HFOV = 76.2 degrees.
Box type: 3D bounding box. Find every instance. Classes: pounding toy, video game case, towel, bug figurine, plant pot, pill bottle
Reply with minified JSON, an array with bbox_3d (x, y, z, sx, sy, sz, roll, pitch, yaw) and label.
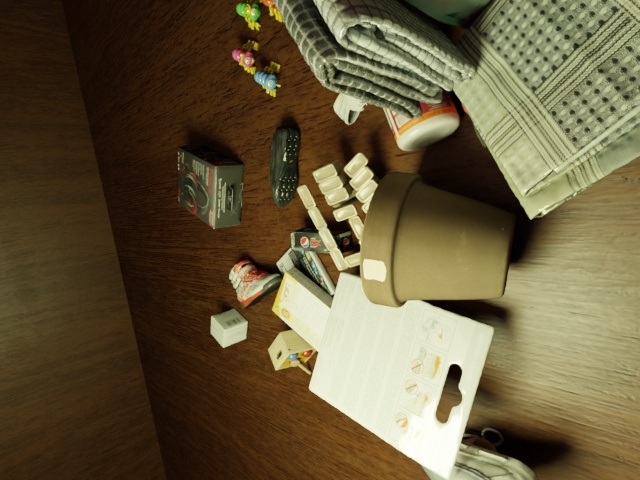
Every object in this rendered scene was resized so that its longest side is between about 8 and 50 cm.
[{"bbox_3d":[-0.074,0.346,1.244,0.141,0.130,0.100,-57,48,40],"label":"pounding toy"},{"bbox_3d":[-0.046,0.107,1.207,0.173,0.022,0.190,-45,68,45],"label":"video game case"},{"bbox_3d":[0.325,-0.236,0.528,0.312,0.056,0.324,-44,59,42],"label":"towel"},{"bbox_3d":[-0.164,-0.545,1.099,0.216,0.072,0.278,34,125,36],"label":"bug figurine"},{"bbox_3d":[0.066,-0.314,0.610,0.121,0.284,0.235,-45,59,37],"label":"towel"},{"bbox_3d":[0.225,0.012,0.751,0.229,0.263,0.263,9,109,25],"label":"plant pot"},{"bbox_3d":[0.169,-0.295,0.777,0.121,0.121,0.221,-28,78,48],"label":"pill bottle"}]

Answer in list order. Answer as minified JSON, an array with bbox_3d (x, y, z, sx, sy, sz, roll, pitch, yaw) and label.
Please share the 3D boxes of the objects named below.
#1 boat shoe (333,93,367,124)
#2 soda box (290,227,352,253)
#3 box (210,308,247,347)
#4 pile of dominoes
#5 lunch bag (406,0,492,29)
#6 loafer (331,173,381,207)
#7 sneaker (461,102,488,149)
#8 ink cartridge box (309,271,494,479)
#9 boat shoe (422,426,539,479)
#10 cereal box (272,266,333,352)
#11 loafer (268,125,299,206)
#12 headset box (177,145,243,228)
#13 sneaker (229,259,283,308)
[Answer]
[{"bbox_3d":[0.074,-0.308,0.884,0.063,0.066,0.184,56,161,2],"label":"boat shoe"},{"bbox_3d":[0.000,0.000,1.084,0.169,0.060,0.053,5,105,38],"label":"soda box"},{"bbox_3d":[-0.344,0.327,1.534,0.102,0.101,0.087,32,124,39],"label":"box"},{"bbox_3d":[0.074,-0.066,0.959,0.196,0.040,0.251,-19,105,32],"label":"pile of dominoes"},{"bbox_3d":[0.211,-0.442,0.577,0.160,0.262,0.223,57,133,18],"label":"lunch bag"},{"bbox_3d":[0.080,-0.124,0.980,0.148,0.056,0.050,-29,79,37],"label":"loafer"},{"bbox_3d":[0.356,-0.211,0.623,0.276,0.098,0.135,-9,95,50],"label":"sneaker"},{"bbox_3d":[0.167,0.267,0.908,0.385,0.091,0.308,17,91,42],"label":"ink cartridge box"},{"bbox_3d":[0.322,0.462,0.844,0.135,0.156,0.367,54,164,15],"label":"boat shoe"},{"bbox_3d":[-0.023,0.211,1.164,0.240,0.047,0.173,38,129,19],"label":"cereal box"},{"bbox_3d":[-0.106,-0.206,1.142,0.078,0.076,0.223,25,114,46],"label":"loafer"},{"bbox_3d":[-0.378,-0.186,1.407,0.293,0.110,0.218,30,122,38],"label":"headset box"},{"bbox_3d":[-0.223,0.123,1.342,0.270,0.090,0.145,-39,74,52],"label":"sneaker"}]
